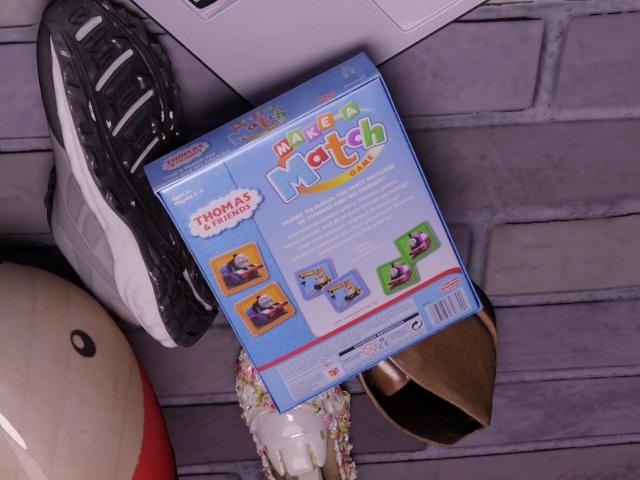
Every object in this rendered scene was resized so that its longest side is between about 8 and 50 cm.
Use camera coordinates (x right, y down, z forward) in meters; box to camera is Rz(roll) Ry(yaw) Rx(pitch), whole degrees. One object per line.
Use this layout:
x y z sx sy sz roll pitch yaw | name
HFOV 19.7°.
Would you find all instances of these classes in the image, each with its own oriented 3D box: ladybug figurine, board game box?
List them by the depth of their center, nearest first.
0.000 0.000 1.211 0.160 0.039 0.211 -27 128 -2 | board game box
-0.217 0.169 1.334 0.162 0.305 0.449 -40 157 -29 | ladybug figurine

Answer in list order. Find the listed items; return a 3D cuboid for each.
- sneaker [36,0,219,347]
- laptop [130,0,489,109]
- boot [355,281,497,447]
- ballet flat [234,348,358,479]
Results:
-0.145 -0.041 1.213 0.108 0.100 0.272 14 136 28 | sneaker
0.014 -0.184 0.969 0.382 0.236 0.408 -29 135 23 | laptop
0.034 0.045 1.324 0.112 0.115 0.305 -29 133 28 | boot
-0.011 0.172 1.487 0.091 0.077 0.241 -12 138 7 | ballet flat
